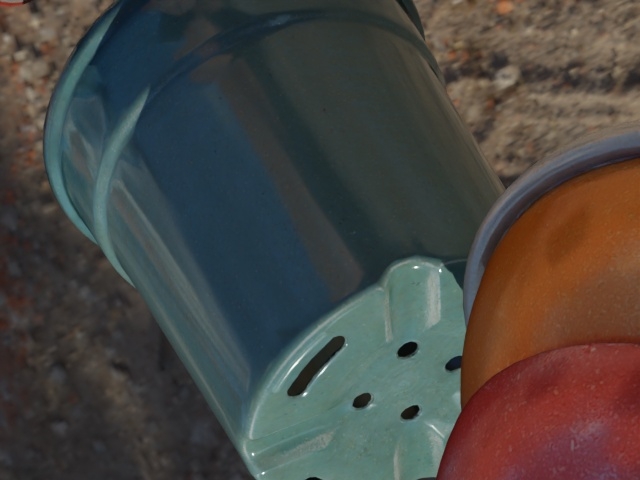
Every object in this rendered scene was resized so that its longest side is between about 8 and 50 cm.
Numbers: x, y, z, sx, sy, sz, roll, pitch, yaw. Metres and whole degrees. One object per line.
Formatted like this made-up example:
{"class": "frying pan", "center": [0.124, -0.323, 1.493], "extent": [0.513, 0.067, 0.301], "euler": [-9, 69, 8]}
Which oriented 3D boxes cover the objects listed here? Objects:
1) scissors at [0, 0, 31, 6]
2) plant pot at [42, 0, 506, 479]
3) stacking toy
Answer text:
{"class": "scissors", "center": [-0.322, -0.184, 1.094], "extent": [0.021, 0.297, 0.109], "euler": [46, 150, 26]}
{"class": "plant pot", "center": [0.000, 0.000, 1.097], "extent": [0.334, 0.341, 0.341], "euler": [59, 140, 40]}
{"class": "stacking toy", "center": [0.146, 0.196, 0.677], "extent": [0.351, 0.480, 0.350], "euler": [21, 137, 21]}
